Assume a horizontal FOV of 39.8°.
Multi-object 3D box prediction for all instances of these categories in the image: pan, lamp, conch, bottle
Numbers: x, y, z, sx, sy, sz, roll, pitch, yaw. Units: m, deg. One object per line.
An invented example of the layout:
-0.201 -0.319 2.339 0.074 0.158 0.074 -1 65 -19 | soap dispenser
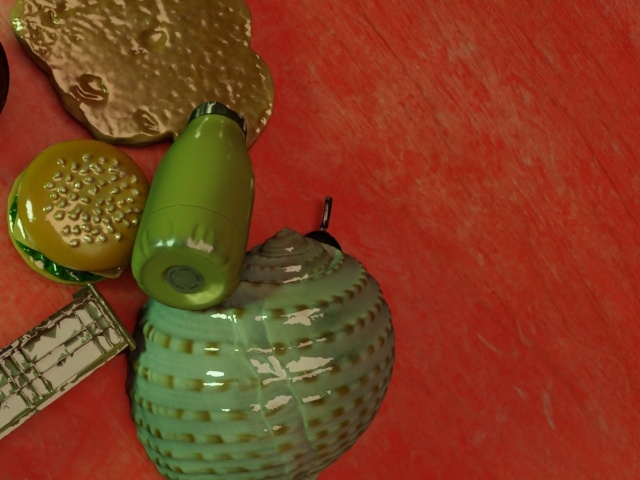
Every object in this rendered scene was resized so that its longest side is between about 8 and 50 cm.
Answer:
0.000 0.000 1.142 0.068 0.023 0.115 16 75 -22 | pan
-0.345 0.170 0.893 0.325 0.090 0.089 -38 97 -28 | lamp
-0.057 0.151 0.980 0.303 0.215 0.319 -4 79 -17 | conch
-0.127 -0.051 0.956 0.112 0.112 0.260 25 41 -20 | bottle

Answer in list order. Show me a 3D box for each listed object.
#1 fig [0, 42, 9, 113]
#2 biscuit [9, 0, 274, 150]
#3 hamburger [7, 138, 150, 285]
-0.392 -0.149 0.904 0.148 0.149 0.202 -13 75 -10 | fig
-0.217 -0.246 1.071 0.376 0.051 0.269 46 65 -14 | biscuit
-0.259 -0.030 0.966 0.162 0.115 0.162 7 75 -27 | hamburger
